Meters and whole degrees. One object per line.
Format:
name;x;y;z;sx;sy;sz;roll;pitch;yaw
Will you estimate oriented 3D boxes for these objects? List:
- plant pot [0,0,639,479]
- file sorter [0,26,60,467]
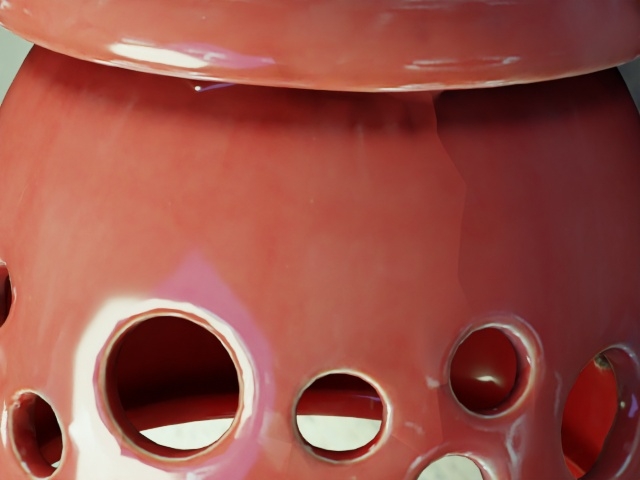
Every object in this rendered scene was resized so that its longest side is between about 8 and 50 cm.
plant pot;0.000;0.000;0.508;0.191;0.191;0.174;17;114;35
file sorter;-0.200;0.002;0.680;0.173;0.193;0.277;32;125;31
